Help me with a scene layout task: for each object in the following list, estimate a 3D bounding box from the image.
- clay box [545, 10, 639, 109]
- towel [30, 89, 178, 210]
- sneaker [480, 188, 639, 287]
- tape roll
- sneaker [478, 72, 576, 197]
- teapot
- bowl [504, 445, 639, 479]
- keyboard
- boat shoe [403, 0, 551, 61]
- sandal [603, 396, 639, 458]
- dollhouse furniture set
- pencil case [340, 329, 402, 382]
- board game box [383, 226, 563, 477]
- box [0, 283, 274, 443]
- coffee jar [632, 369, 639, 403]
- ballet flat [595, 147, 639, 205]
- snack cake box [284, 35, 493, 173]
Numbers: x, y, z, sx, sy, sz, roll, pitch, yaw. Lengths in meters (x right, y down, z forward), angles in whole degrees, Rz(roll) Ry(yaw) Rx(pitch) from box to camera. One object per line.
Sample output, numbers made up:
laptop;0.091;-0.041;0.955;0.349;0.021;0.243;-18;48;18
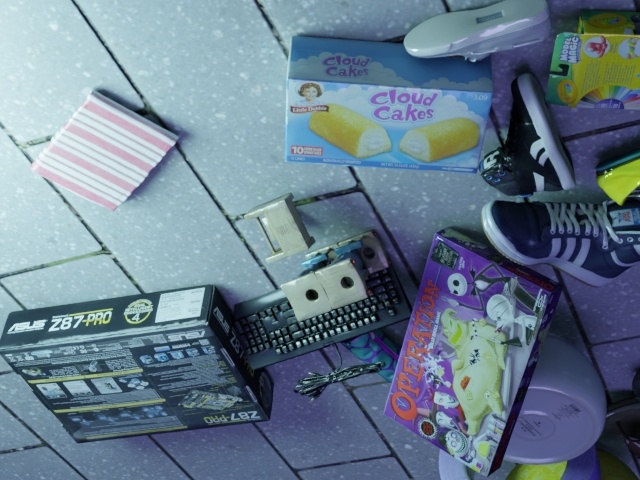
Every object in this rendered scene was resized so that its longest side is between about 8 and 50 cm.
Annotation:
clay box;0.403;-0.228;1.468;0.222;0.053;0.127;3;140;3
towel;-0.315;-0.129;1.673;0.144;0.029;0.197;28;132;-25
sneaker;0.373;-0.023;1.664;0.282;0.099;0.153;19;143;-34
tape roll;0.352;0.402;2.041;0.275;0.275;0.090;-8;139;14
sneaker;0.265;-0.129;1.575;0.121;0.079;0.217;-15;137;20
teapot;0.349;0.235;1.914;0.252;0.187;0.256;5;135;5
bowl;0.476;0.466;2.197;0.289;0.156;0.289;3;139;2
keyboard;0.012;0.156;1.898;0.317;0.033;0.201;-21;99;28
boat shoe;0.200;-0.256;1.452;0.184;0.066;0.063;-17;135;10
sandal;0.628;0.365;2.117;0.303;0.086;0.120;21;137;-19
dollhouse furniture set;0.000;0.000;1.748;0.129;0.129;0.183;-21;104;26
pencil case;0.094;0.183;1.971;0.070;0.064;0.152;0;148;46
board game box;0.228;0.175;1.786;0.208;0.056;0.347;31;122;31
box;-0.317;0.227;2.038;0.395;0.097;0.318;-9;136;16
coffee jar;0.633;0.291;2.017;0.096;0.079;0.184;-31;120;33
ballet flat;0.485;-0.112;1.572;0.231;0.077;0.077;-27;92;37
snack cake box;0.087;-0.178;1.528;0.264;0.089;0.152;4;140;1
